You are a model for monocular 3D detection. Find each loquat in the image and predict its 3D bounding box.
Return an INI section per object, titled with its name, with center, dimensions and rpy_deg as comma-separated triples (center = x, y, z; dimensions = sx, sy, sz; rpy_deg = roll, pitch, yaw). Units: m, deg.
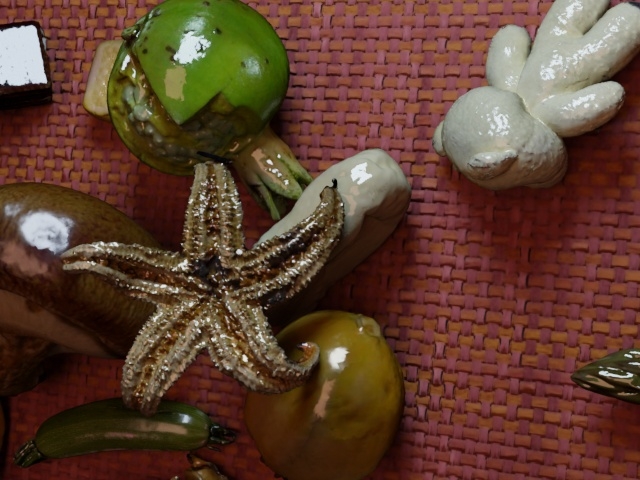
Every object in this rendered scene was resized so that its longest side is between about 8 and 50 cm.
[loquat]
center = 0.004, 0.189, 1.260
dimensions = 0.234, 0.176, 0.187
rpy_deg = -65, 29, 15

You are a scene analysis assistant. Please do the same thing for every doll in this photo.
[doll]
center = 0.265, -0.167, 1.229
dimensions = 0.149, 0.175, 0.278
rpy_deg = 41, 93, -19

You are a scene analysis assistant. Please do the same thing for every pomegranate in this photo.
[pomegranate]
center = -0.122, -0.163, 1.334
dimensions = 0.236, 0.236, 0.302
rpy_deg = -43, 103, 13

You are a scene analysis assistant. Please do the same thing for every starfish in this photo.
[starfish]
center = -0.126, 0.040, 1.183
dimensions = 0.312, 0.113, 0.303
rpy_deg = -1, 76, 4

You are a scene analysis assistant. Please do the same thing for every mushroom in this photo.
[mushroom]
center = -0.335, 0.080, 1.344
dimensions = 0.345, 0.345, 0.259
rpy_deg = 14, 74, 22

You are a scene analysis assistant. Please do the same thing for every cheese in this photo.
[cheese]
center = -0.001, -0.002, 1.283
dimensions = 0.263, 0.159, 0.093
rpy_deg = -44, 76, 11

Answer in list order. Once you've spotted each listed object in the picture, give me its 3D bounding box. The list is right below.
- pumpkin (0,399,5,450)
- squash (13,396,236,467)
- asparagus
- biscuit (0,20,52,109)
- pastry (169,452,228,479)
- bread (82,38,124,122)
[pumpkin]
center = -0.547, 0.236, 1.414
dimensions = 0.139, 0.280, 0.190
rpy_deg = 4, 55, 25
[squash]
center = -0.265, 0.247, 1.414
dimensions = 0.318, 0.071, 0.080
rpy_deg = -8, 63, 17
[asparagus]
center = 0.416, 0.148, 1.154
dimensions = 0.287, 0.080, 0.080
rpy_deg = -2, 85, 13
[biscuit]
center = -0.565, -0.217, 1.464
dimensions = 0.388, 0.073, 0.107
rpy_deg = -11, 81, -14
[pastry]
center = -0.208, 0.359, 1.353
dimensions = 0.250, 0.154, 0.102
rpy_deg = -13, 111, 7
[bread]
center = -0.275, -0.215, 1.464
dimensions = 0.082, 0.056, 0.115
rpy_deg = 6, 80, 24
